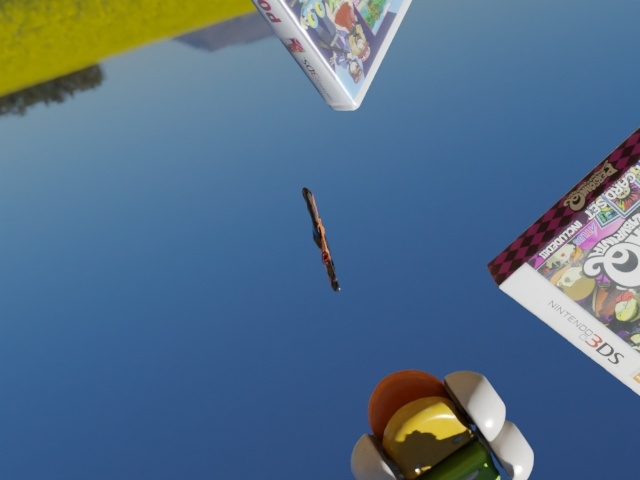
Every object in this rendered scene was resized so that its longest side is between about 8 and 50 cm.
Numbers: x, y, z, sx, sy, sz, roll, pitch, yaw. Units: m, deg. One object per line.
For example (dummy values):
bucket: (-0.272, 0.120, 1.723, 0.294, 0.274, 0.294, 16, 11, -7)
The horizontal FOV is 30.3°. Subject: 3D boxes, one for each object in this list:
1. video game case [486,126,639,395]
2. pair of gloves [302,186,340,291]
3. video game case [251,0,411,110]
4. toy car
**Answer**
video game case: (0.295, 0.007, 1.010, 0.232, 0.210, 0.042, -44, -150, 18)
pair of gloves: (0.000, 0.000, 0.985, 0.010, 0.083, 0.074, -16, -124, 1)
video game case: (0.009, -0.205, 0.646, 0.023, 0.183, 0.201, 4, -122, 38)
toy car: (0.111, 0.202, 1.191, 0.159, 0.182, 0.136, -35, -143, 0)
